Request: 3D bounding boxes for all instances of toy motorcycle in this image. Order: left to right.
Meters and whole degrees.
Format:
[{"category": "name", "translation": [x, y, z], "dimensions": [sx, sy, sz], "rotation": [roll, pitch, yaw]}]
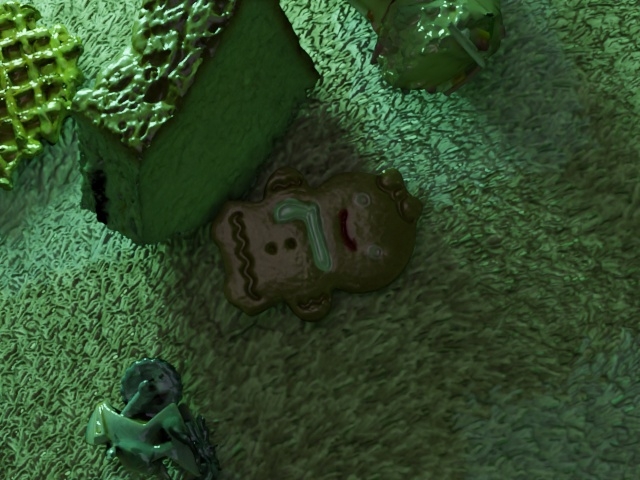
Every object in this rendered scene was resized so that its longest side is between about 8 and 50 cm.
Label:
[{"category": "toy motorcycle", "translation": [-0.180, 0.251, 1.754], "dimensions": [0.130, 0.094, 0.229], "rotation": [-27, 83, 3]}]

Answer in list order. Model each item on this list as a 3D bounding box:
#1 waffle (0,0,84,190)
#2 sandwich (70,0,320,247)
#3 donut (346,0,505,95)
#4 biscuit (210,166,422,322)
[{"category": "waffle", "translation": [-0.420, -0.188, 1.945], "dimensions": [0.254, 0.052, 0.245], "rotation": [21, 77, 15]}, {"category": "sandwich", "translation": [-0.154, -0.147, 1.784], "dimensions": [0.131, 0.262, 0.325], "rotation": [27, 79, 23]}, {"category": "donut", "translation": [0.049, -0.323, 1.806], "dimensions": [0.371, 0.307, 0.150], "rotation": [40, 115, 0]}, {"category": "biscuit", "translation": [0.001, 0.000, 1.812], "dimensions": [0.249, 0.035, 0.184], "rotation": [-10, 83, -7]}]
